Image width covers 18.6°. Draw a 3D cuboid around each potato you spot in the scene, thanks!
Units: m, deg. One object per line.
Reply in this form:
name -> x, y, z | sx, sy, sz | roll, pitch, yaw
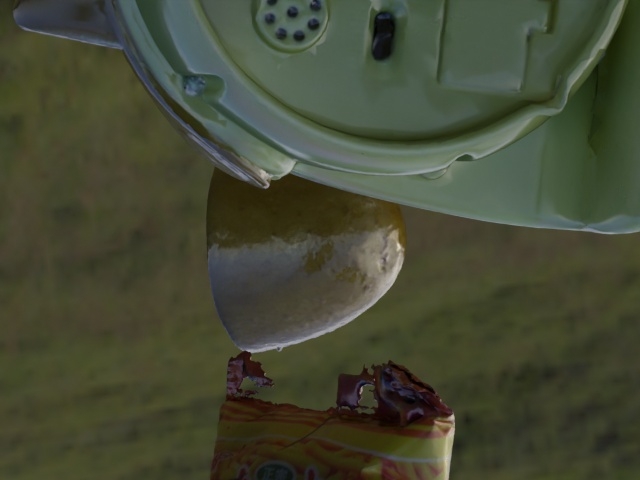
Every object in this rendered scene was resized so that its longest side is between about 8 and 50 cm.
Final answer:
potato -> 0.000, 0.000, 1.724 | 0.158, 0.203, 0.178 | 3, 166, 25

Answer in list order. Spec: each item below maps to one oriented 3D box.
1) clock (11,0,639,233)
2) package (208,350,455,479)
clock -> 0.033, -0.155, 0.947 | 0.348, 0.286, 0.117 | 5, -175, -15
package -> -0.011, 0.217, 1.235 | 0.108, 0.288, 0.223 | 22, 168, -40
